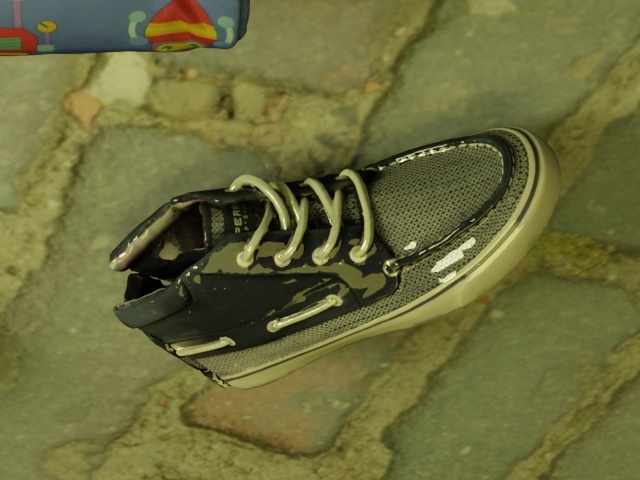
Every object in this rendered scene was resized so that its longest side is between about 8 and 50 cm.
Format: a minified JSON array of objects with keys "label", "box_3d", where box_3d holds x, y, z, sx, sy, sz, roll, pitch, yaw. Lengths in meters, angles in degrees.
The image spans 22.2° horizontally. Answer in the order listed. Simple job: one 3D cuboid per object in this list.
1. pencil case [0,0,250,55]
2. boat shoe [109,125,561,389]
[{"label":"pencil case","box_3d":[-0.187,-0.175,0.947,0.306,0.133,0.119,-2,174,-8]},{"label":"boat shoe","box_3d":[0.000,0.000,1.197,0.340,0.127,0.158,-32,141,25]}]
